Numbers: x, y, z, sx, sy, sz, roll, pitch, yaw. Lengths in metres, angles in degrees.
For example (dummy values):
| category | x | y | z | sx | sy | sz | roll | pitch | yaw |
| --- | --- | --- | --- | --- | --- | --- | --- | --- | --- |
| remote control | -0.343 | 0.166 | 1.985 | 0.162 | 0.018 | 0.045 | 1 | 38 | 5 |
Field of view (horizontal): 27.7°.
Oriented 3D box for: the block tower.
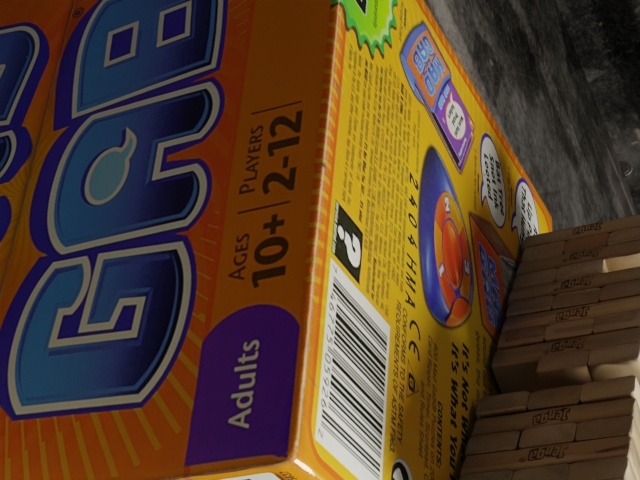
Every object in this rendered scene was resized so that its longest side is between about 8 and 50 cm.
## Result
| category | x | y | z | sx | sy | sz | roll | pitch | yaw |
| --- | --- | --- | --- | --- | --- | --- | --- | --- | --- |
| block tower | 0.146 | 0.106 | 0.721 | 0.091 | 0.097 | 0.335 | 66 | 27 | -22 |

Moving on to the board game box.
| category | x | y | z | sx | sy | sz | roll | pitch | yaw |
| --- | --- | --- | --- | --- | --- | --- | --- | --- | --- |
| board game box | -0.075 | 0.069 | 0.803 | 0.356 | 0.356 | 0.356 | 50 | 36 | -46 |
